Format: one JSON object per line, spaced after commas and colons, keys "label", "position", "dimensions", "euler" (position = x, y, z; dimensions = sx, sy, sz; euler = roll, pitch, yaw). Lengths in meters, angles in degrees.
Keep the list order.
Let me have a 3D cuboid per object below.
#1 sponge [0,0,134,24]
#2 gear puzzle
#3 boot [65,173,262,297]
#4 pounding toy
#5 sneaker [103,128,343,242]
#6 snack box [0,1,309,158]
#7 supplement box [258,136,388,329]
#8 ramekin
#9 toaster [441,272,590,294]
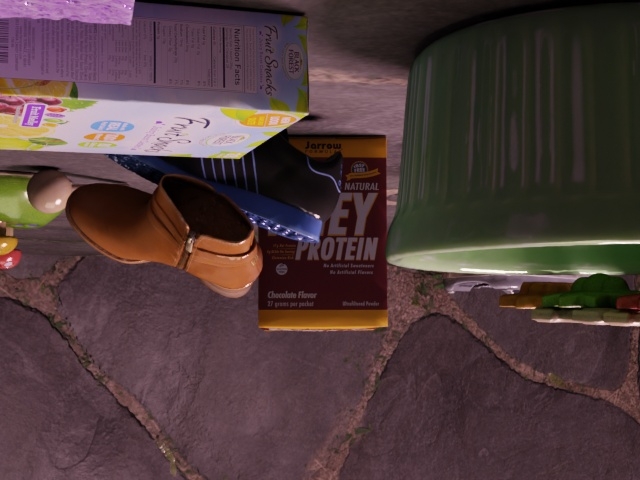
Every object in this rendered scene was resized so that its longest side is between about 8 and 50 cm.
{"label": "sponge", "position": [-0.139, -0.142, 0.522], "dimensions": [0.117, 0.031, 0.210], "euler": [1, 174, -12]}
{"label": "gear puzzle", "position": [0.265, 0.040, 0.853], "dimensions": [0.175, 0.044, 0.339], "euler": [1, 178, -29]}
{"label": "boot", "position": [-0.138, -0.023, 0.993], "dimensions": [0.197, 0.073, 0.152], "euler": [22, 161, 3]}
{"label": "pounding toy", "position": [-0.380, -0.022, 1.421], "dimensions": [0.237, 0.110, 0.183], "euler": [-2, 175, 24]}
{"label": "sneaker", "position": [-0.091, -0.079, 1.022], "dimensions": [0.232, 0.090, 0.081], "euler": [23, 170, -13]}
{"label": "snack box", "position": [-0.130, -0.102, 0.750], "dimensions": [0.207, 0.070, 0.174], "euler": [0, 175, -18]}
{"label": "supplement box", "position": [0.000, 0.000, 1.202], "dimensions": [0.129, 0.191, 0.194], "euler": [0, 174, -1]}
{"label": "ramekin", "position": [0.196, -0.058, 0.789], "dimensions": [0.303, 0.148, 0.303], "euler": [0, 175, 0]}
{"label": "toaster", "position": [0.247, -0.007, 1.370], "dimensions": [0.227, 0.146, 0.129], "euler": [5, 173, -41]}
